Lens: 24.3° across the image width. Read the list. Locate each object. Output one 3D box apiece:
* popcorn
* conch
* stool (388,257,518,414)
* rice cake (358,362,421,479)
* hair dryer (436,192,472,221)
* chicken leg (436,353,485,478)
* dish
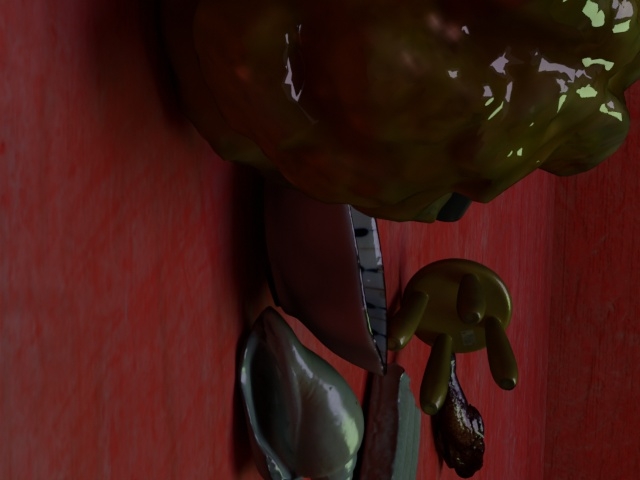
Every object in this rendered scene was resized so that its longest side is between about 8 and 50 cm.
[{"bbox_3d":[0.052,-0.172,0.761,0.326,0.290,0.321,-66,166,-5],"label":"popcorn"},{"bbox_3d":[-0.017,0.124,0.998,0.088,0.065,0.180,-40,126,-21],"label":"conch"},{"bbox_3d":[0.129,0.090,1.447,0.110,0.135,0.134,-76,-174,-59],"label":"stool"},{"bbox_3d":[0.056,0.234,1.347,0.127,0.043,0.237,73,26,-58],"label":"rice cake"},{"bbox_3d":[0.136,-0.166,1.431,0.196,0.078,0.248,-58,-154,33],"label":"hair dryer"},{"bbox_3d":[0.159,0.207,1.746,0.205,0.053,0.093,87,-9,-51],"label":"chicken leg"},{"bbox_3d":[0.000,0.000,0.983,0.190,0.066,0.191,-8,90,-84],"label":"dish"}]
